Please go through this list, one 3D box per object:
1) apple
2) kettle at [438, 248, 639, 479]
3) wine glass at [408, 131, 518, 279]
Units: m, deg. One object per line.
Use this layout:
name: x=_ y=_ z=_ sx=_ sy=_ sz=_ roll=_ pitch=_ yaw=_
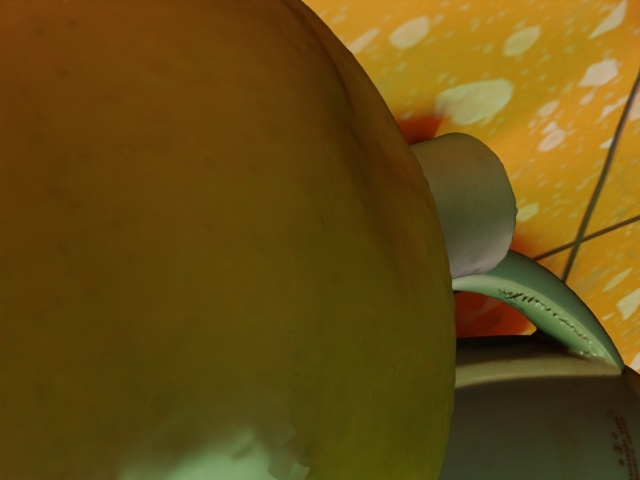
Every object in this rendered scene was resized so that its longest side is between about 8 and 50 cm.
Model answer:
apple: x=-0.090 y=0.025 z=0.670 sx=0.295 sy=0.258 sz=0.233 roll=-21 pitch=153 yaw=-17
kettle: x=0.068 y=0.150 z=1.286 sx=0.342 sy=0.247 sz=0.320 roll=8 pitch=101 yaw=-40
wine glass: x=0.000 y=0.000 z=1.070 sx=0.231 sy=0.103 sz=0.103 roll=-13 pitch=146 yaw=-38
